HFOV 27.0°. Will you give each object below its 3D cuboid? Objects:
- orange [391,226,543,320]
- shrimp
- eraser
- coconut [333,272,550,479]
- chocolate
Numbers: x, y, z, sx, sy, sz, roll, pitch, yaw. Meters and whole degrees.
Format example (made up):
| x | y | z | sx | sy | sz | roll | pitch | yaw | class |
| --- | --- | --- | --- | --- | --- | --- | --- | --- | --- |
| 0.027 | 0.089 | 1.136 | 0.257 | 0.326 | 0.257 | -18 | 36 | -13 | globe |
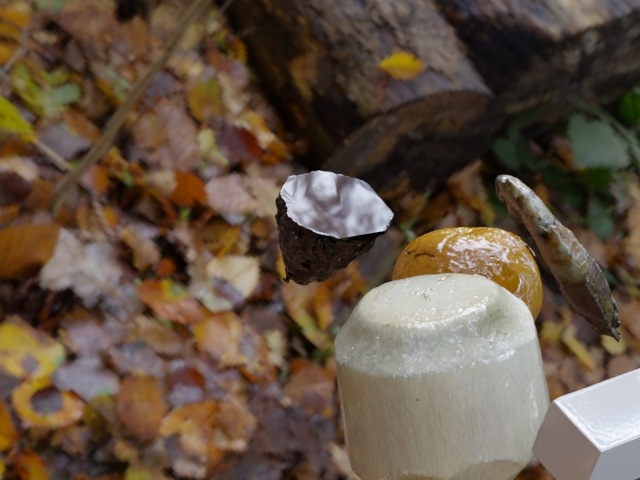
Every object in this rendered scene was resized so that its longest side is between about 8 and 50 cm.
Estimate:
| x | y | z | sx | sy | sz | roll | pitch | yaw | class |
| --- | --- | --- | --- | --- | --- | --- | --- | --- | --- |
| 0.212 | 0.072 | 1.928 | 0.219 | 0.219 | 0.193 | -59 | 130 | -70 | orange |
| 0.382 | 0.025 | 2.154 | 0.365 | 0.071 | 0.233 | 50 | 1 | -38 | shrimp |
| 0.359 | 0.174 | 1.359 | 0.298 | 0.076 | 0.078 | -14 | 45 | -31 | eraser |
| 0.136 | 0.178 | 1.478 | 0.237 | 0.237 | 0.265 | -63 | 149 | -70 | coconut |
| 0.000 | 0.000 | 1.753 | 0.156 | 0.133 | 0.156 | 11 | 38 | -9 | chocolate |
